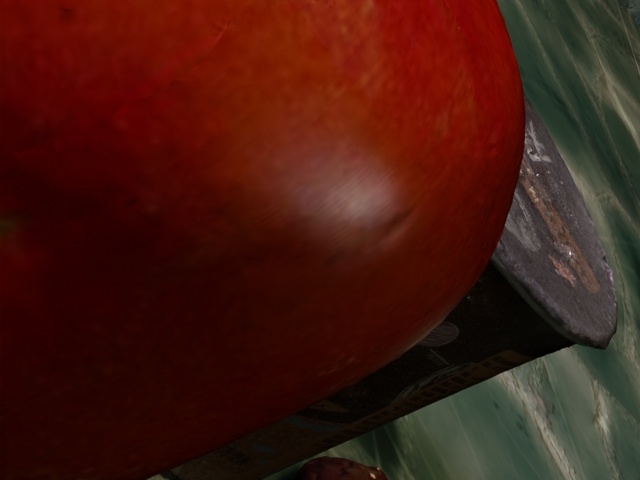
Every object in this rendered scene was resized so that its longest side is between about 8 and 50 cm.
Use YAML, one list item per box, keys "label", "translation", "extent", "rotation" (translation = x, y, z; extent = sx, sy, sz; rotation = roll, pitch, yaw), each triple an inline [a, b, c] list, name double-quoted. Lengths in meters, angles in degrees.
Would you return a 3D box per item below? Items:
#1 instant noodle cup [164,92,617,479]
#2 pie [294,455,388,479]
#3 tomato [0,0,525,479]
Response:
- label: "instant noodle cup"
  translation: [0.000, 0.000, 0.932]
  extent: [0.217, 0.207, 0.217]
  rotation: [49, 21, -26]
- label: "pie"
  translation: [0.032, 0.172, 1.017]
  extent: [0.153, 0.038, 0.153]
  rotation: [52, 17, -23]
- label: "tomato"
  translation: [-0.093, -0.073, 0.651]
  extent: [0.290, 0.293, 0.325]
  rotation: [-89, 159, -56]
